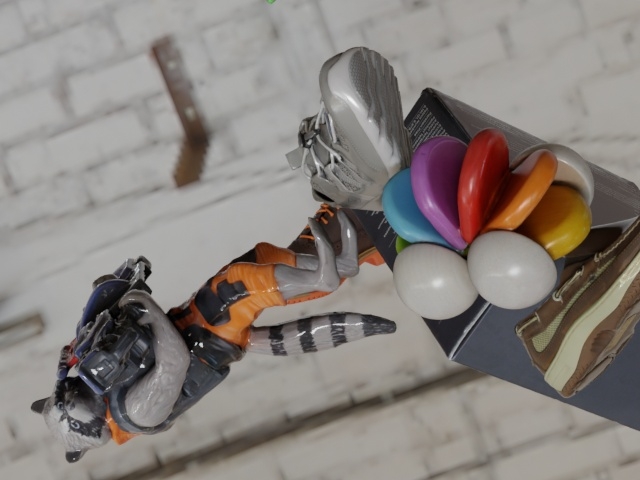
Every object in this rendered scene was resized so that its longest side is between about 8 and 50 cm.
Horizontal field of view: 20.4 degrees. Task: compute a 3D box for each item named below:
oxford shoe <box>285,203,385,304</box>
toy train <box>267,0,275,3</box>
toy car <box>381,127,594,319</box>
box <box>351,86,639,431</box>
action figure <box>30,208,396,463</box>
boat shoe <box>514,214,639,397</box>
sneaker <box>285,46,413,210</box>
[{"bbox_3d":[0.000,0.000,2.124,0.097,0.098,0.271,12,-150,44],"label":"oxford shoe"},{"bbox_3d":[-0.038,-0.293,2.028,0.083,0.017,0.024,-44,173,-48],"label":"toy train"},{"bbox_3d":[0.129,-0.029,1.483,0.182,0.136,0.159,-10,-142,38],"label":"toy car"},{"bbox_3d":[0.254,0.026,1.984,0.179,0.343,0.312,-57,-147,18],"label":"box"},{"bbox_3d":[-0.114,0.100,1.605,0.330,0.178,0.341,-31,-168,9],"label":"action figure"},{"bbox_3d":[0.235,0.023,1.482,0.095,0.095,0.257,-23,153,-45],"label":"boat shoe"},{"bbox_3d":[0.023,-0.081,1.618,0.115,0.105,0.281,-9,157,6],"label":"sneaker"}]
